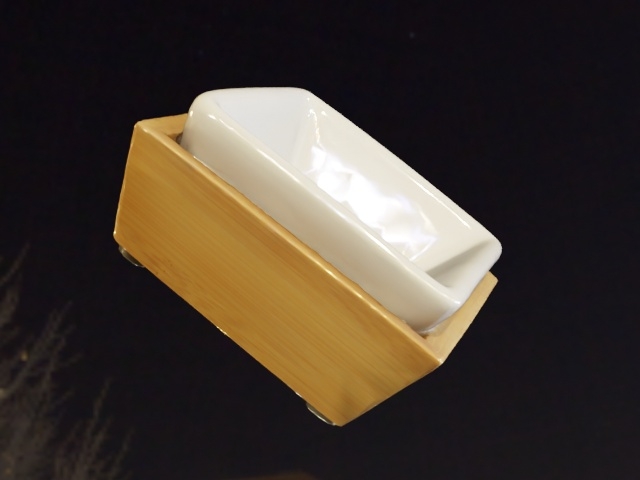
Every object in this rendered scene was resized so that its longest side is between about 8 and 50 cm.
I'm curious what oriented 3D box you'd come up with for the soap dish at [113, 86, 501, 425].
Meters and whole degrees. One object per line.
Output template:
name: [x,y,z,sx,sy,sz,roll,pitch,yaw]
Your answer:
soap dish: [0.000,0.000,0.896,0.118,0.229,0.291,-53,-6,15]
